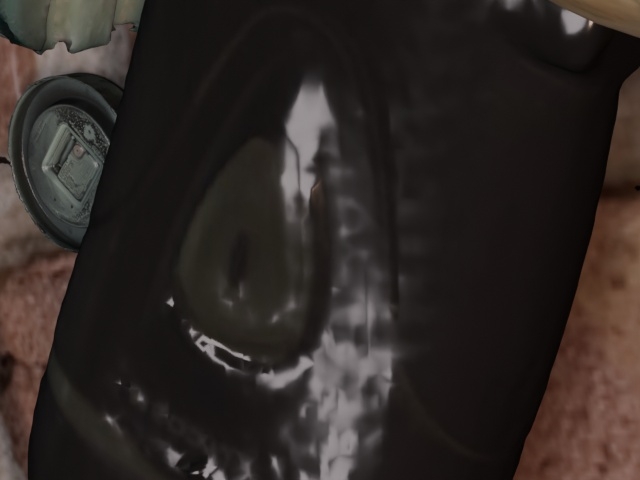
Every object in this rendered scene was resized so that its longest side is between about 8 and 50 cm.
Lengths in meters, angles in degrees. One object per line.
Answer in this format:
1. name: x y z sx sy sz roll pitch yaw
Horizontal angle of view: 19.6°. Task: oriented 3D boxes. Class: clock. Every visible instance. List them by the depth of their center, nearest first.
1. clock: -0.108 -0.035 0.842 0.085 0.017 0.085 14 113 36

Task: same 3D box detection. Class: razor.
1. razor: 0.001 0.000 0.700 0.204 0.113 0.349 33 121 26

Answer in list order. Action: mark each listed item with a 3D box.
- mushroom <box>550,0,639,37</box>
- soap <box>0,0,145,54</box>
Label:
1. mushroom: 0.112 -0.192 0.407 0.297 0.290 0.298 -5 72 17
2. soap: -0.084 -0.208 0.677 0.094 0.150 0.261 28 120 26
